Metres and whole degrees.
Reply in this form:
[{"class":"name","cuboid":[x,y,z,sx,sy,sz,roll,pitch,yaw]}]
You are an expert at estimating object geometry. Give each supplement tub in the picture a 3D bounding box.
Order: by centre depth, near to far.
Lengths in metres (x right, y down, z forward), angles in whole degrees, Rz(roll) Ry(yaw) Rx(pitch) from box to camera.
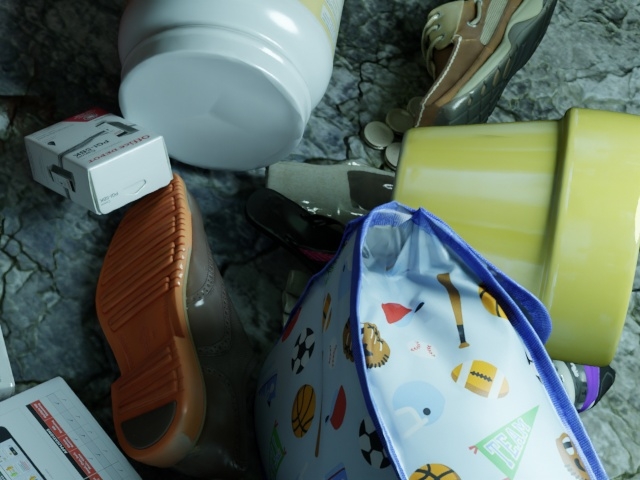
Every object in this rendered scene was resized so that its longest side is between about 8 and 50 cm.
[{"class":"supplement tub","cuboid":[-0.093,-0.268,1.843,0.241,0.241,0.331,15,55,-8]}]

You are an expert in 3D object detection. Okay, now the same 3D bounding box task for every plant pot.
[{"class":"plant pot","cuboid":[0.190,-0.016,1.645,0.239,0.254,0.254,9,55,6]}]

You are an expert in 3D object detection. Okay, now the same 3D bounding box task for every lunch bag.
[{"class":"lunch bag","cuboid":[0.087,0.196,1.551,0.239,0.328,0.385,-13,66,-27]}]

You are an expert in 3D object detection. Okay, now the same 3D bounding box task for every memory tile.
[{"class":"memory tile","cuboid":[0.131,-0.101,1.950,0.113,0.012,0.148,-33,73,-32]}]

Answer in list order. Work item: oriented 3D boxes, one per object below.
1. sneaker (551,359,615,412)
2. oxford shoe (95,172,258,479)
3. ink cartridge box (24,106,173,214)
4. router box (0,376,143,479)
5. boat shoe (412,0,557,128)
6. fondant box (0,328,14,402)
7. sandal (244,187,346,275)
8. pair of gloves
[{"class":"sneaker","cuboid":[0.239,0.057,1.829,0.146,0.102,0.293,-12,76,-39]},{"class":"oxford shoe","cuboid":[-0.142,0.090,1.699,0.132,0.130,0.364,31,39,-38]},{"class":"ink cartridge box","cuboid":[-0.237,-0.087,1.754,0.099,0.056,0.135,-28,34,-31]},{"class":"router box","cuboid":[-0.256,0.312,1.465,0.335,0.082,0.301,50,38,15]},{"class":"boat shoe","cuboid":[0.178,-0.227,1.986,0.120,0.123,0.324,28,43,10]},{"class":"fondant box","cuboid":[-0.485,0.082,1.585,0.330,0.096,0.238,-7,62,-23]},{"class":"sandal","cuboid":[0.000,0.000,1.769,0.179,0.040,0.067,33,55,-4]},{"class":"pair of gloves","cuboid":[0.040,0.018,1.828,0.204,0.042,0.240,1,64,-23]}]
